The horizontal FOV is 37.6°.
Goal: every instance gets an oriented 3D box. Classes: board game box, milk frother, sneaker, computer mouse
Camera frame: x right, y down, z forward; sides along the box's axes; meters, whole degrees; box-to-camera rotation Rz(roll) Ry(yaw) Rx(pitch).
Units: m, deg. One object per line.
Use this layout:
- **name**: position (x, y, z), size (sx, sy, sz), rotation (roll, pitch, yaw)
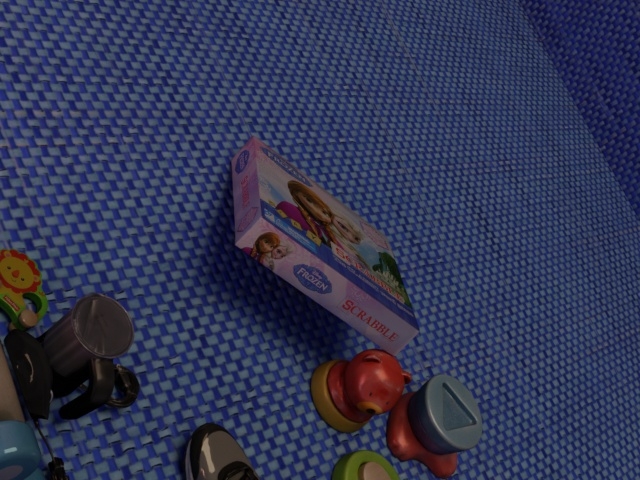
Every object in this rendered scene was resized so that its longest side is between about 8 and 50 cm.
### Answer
- **board game box**: position (0.000, 0.000, 1.511), size (0.319, 0.066, 0.318), rotation (36, 18, -23)
- **milk frother**: position (-0.269, 0.144, 1.164), size (0.143, 0.135, 0.129), rotation (-15, 75, -50)
- **sneaker**: position (-0.085, 0.357, 1.224), size (0.100, 0.108, 0.271), rotation (-17, 74, -48)
- **computer mouse**: position (-0.312, 0.215, 1.092), size (0.041, 0.071, 0.242), rotation (-19, 93, -20)

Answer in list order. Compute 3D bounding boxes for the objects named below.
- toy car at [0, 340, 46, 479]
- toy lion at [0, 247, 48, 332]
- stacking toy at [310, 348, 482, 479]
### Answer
- **toy car**: position (-0.429, 0.194, 0.966), size (0.238, 0.210, 0.219), rotation (-17, 59, -21)
- **toy lion**: position (-0.385, 0.059, 1.194), size (0.100, 0.034, 0.096), rotation (47, 31, -10)
- **stacking toy**: position (0.147, 0.317, 1.474), size (0.309, 0.130, 0.279), rotation (22, 48, -34)
